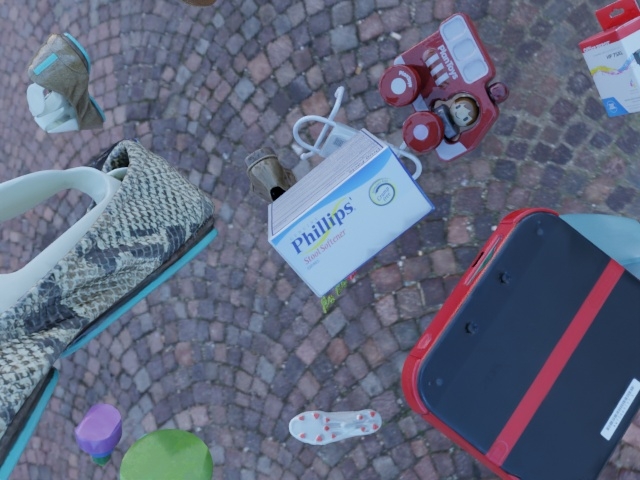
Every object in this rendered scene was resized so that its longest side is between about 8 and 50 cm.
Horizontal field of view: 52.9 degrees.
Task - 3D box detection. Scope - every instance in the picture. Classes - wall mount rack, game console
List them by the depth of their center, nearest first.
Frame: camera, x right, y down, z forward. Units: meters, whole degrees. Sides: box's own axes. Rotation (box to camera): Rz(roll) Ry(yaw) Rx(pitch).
[{"bbox_3d":[0.347,0.175,0.998,0.342,0.060,0.386,38,79,-5],"label":"game console"},{"bbox_3d":[0.087,-0.240,1.711,0.304,0.350,0.130,124,163,-49],"label":"wall mount rack"}]

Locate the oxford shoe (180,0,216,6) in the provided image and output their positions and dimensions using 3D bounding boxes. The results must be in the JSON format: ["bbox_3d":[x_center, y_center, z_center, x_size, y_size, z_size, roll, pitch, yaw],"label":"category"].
[{"bbox_3d":[-0.195,-0.410,0.990,0.076,0.212,0.076,24,92,11],"label":"oxford shoe"}]

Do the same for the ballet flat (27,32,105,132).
[{"bbox_3d":[-0.489,-0.269,1.218,0.124,0.342,0.116,-44,95,-17],"label":"ballet flat"}]

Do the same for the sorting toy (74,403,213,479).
[{"bbox_3d":[-0.201,0.371,0.926,0.365,0.127,0.126,25,131,17],"label":"sorting toy"}]

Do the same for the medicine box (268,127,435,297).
[{"bbox_3d":[0.044,-0.065,1.237,0.263,0.289,0.149,-39,106,6],"label":"medicine box"}]

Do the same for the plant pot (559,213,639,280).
[{"bbox_3d":[0.482,0.051,1.171,0.166,0.234,0.165,-110,10,-49],"label":"plant pot"}]

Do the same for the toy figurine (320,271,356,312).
[{"bbox_3d":[0.000,0.000,1.794,0.217,0.362,0.191,20,142,25],"label":"toy figurine"}]

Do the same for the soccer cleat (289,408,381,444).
[{"bbox_3d":[0.030,0.387,1.341,0.196,0.076,0.068,-2,73,-10],"label":"soccer cleat"}]

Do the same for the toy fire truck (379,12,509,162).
[{"bbox_3d":[0.309,-0.357,1.556,0.254,0.169,0.302,-28,88,33],"label":"toy fire truck"}]

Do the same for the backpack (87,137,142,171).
[{"bbox_3d":[-0.362,-0.126,1.171,0.105,0.084,0.114,17,63,48],"label":"backpack"}]

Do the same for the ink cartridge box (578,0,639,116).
[{"bbox_3d":[0.656,-0.397,1.404,0.078,0.134,0.231,-29,99,-10],"label":"ink cartridge box"}]

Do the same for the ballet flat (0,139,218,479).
[{"bbox_3d":[-0.255,0.065,0.516,0.164,0.483,0.182,-31,109,38],"label":"ballet flat"}]

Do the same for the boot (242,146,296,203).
[{"bbox_3d":[-0.105,-0.118,1.556,0.112,0.305,0.115,-31,77,2],"label":"boot"}]
